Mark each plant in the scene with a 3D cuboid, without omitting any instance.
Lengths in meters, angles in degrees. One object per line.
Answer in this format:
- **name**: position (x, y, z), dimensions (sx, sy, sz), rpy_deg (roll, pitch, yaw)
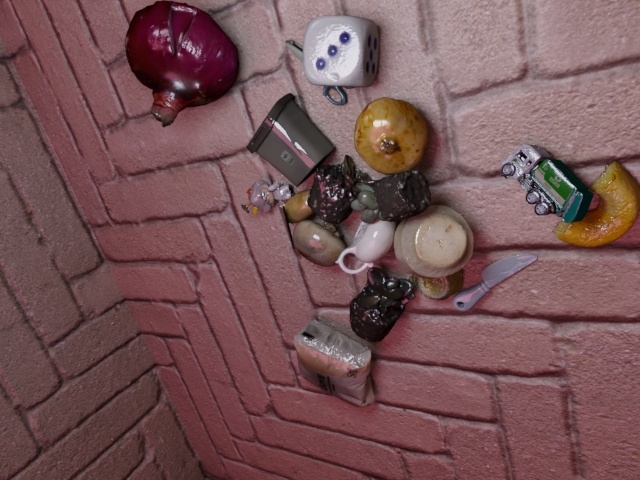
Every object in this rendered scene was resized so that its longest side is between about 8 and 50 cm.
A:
- **plant**: position (0.203, -0.123, 1.390), dimensions (0.275, 0.149, 0.146), rpy_deg (-8, 79, 56)
- **plant**: position (0.066, -0.182, 1.584), dimensions (0.204, 0.178, 0.234), rpy_deg (42, 127, 13)
- **plant**: position (0.219, 0.246, 1.704), dimensions (0.199, 0.188, 0.276), rpy_deg (34, 131, 21)

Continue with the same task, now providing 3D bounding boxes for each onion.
- **onion**: position (-0.491, -0.577, 1.581), dimensions (0.398, 0.398, 0.420), rpy_deg (-4, 78, 35)

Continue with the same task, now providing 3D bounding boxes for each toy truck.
- **toy truck**: position (0.619, -0.153, 1.230), dimensions (0.124, 0.114, 0.253), rpy_deg (-52, 57, 40)

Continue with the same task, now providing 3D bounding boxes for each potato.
- **potato**: position (-0.070, -0.134, 1.739), dimensions (0.178, 0.118, 0.109), rpy_deg (-32, 76, 37)

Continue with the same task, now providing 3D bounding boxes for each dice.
- **dice**: position (0.064, -0.561, 1.351), dimensions (0.193, 0.194, 0.191), rpy_deg (10, 112, 17)

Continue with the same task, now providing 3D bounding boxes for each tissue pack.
- **tissue pack**: position (0.062, 0.549, 1.987), dimensions (0.390, 0.195, 0.375), rpy_deg (18, 136, 25)

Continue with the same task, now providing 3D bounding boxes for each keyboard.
- **keyboard**: position (-0.122, -0.046, 1.733), dimensions (0.010, 0.063, 0.198), rpy_deg (-13, 139, -3)

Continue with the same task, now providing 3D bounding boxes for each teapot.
- **teapot**: position (0.172, -0.014, 1.576), dimensions (0.139, 0.298, 0.204), rpy_deg (26, 174, -11)

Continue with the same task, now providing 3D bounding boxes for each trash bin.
- **trash bin**: position (-0.102, -0.345, 1.596), dimensions (0.250, 0.219, 0.220), rpy_deg (44, 133, -3)

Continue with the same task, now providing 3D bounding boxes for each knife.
- **knife**: position (0.573, 0.129, 1.513), dimensions (0.080, 0.044, 0.331), rpy_deg (46, 125, 8)

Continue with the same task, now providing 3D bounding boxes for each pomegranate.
- **pomegranate**: position (0.216, -0.316, 1.378), dimensions (0.248, 0.248, 0.248), rpy_deg (16, 122, 26)

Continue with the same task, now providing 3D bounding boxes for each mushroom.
- **mushroom**: position (0.000, 0.000, 1.732), dimensions (0.226, 0.226, 0.178), rpy_deg (21, 81, 23)

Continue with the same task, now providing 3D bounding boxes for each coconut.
- **coconut**: position (0.361, 0.008, 1.461), dimensions (0.238, 0.266, 0.237), rpy_deg (0, 86, -3)

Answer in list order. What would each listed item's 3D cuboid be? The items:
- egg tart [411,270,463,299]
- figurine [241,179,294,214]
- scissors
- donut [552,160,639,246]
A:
- **egg tart**: position (0.406, 0.134, 1.597), dimensions (0.197, 0.078, 0.197), rpy_deg (14, 119, 27)
- **figurine**: position (-0.213, -0.184, 1.819), dimensions (0.229, 0.112, 0.137), rpy_deg (-9, 118, 23)
- **scissors**: position (-0.006, -0.579, 1.506), dimensions (0.289, 0.041, 0.138), rpy_deg (40, 129, 4)
- **donut**: position (0.783, -0.070, 1.232), dimensions (0.152, 0.101, 0.259), rpy_deg (30, 124, 9)
